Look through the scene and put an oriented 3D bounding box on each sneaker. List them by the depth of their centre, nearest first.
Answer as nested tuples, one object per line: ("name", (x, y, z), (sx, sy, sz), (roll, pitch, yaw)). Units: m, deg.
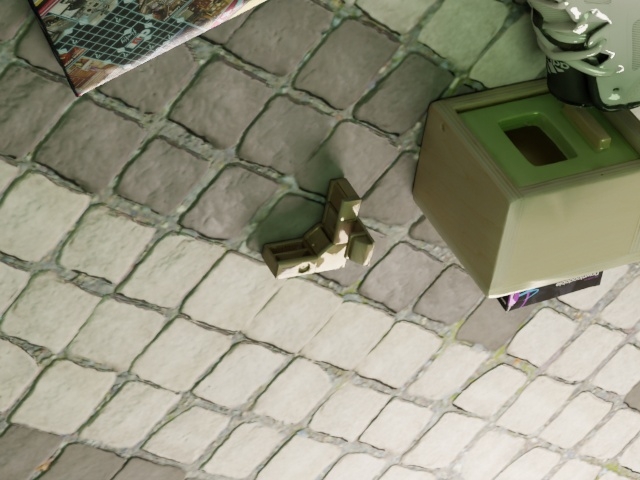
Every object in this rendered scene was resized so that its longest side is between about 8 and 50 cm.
("sneaker", (0.204, -0.203, 1.561), (0.447, 0.169, 0.257), (-10, 133, -30))

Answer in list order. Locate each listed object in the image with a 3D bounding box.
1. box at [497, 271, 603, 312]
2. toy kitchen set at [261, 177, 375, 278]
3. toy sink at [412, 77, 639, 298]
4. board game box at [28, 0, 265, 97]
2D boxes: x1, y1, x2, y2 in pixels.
("box", (0.243, -0.005, 1.895), (0.116, 0.029, 0.162), (-14, 135, -21))
("toy kitchen set", (0.000, 0.000, 1.704), (0.075, 0.068, 0.083), (-10, 134, -26))
("toy sink", (0.228, -0.064, 1.730), (0.234, 0.153, 0.131), (-12, 135, -23))
("board game box", (-0.110, -0.229, 1.421), (0.243, 0.042, 0.165), (-28, 140, -8))
